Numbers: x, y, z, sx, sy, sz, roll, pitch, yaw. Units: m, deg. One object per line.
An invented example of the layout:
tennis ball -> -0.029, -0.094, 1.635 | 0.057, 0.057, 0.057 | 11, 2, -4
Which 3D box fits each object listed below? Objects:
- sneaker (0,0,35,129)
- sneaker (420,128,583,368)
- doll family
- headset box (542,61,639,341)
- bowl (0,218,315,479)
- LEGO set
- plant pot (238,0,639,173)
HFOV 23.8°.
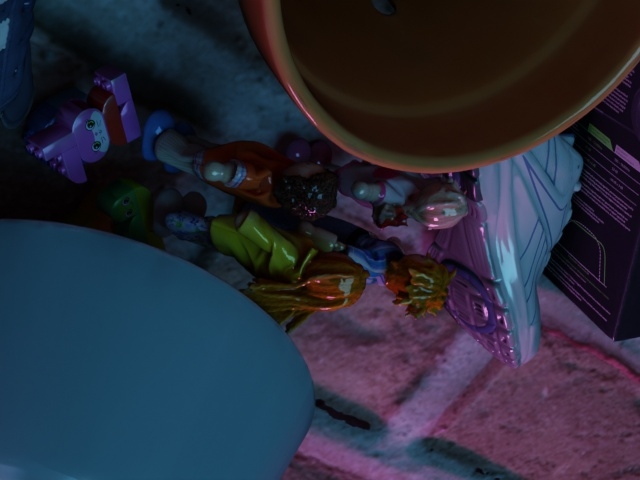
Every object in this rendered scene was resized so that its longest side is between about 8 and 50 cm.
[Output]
sneaker -> -0.201, -0.154, 0.869 | 0.148, 0.131, 0.350 | 25, 114, -43
sneaker -> 0.151, -0.021, 1.177 | 0.129, 0.111, 0.297 | -30, 134, -21
doll family -> 0.000, 0.000, 1.004 | 0.263, 0.163, 0.118 | 2, 106, -56
headset box -> 0.322, -0.088, 1.208 | 0.246, 0.131, 0.283 | -9, 125, -26
bowl -> -0.167, 0.144, 0.958 | 0.311, 0.163, 0.311 | 6, 143, 5
LEGO set -> -0.166, -0.009, 1.005 | 0.093, 0.087, 0.227 | -34, 134, -26
plant pot -> 0.058, -0.215, 0.916 | 0.291, 0.203, 0.291 | -16, 129, -21
